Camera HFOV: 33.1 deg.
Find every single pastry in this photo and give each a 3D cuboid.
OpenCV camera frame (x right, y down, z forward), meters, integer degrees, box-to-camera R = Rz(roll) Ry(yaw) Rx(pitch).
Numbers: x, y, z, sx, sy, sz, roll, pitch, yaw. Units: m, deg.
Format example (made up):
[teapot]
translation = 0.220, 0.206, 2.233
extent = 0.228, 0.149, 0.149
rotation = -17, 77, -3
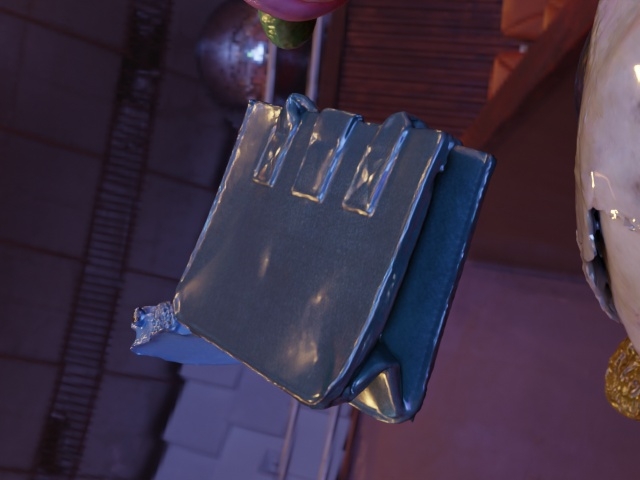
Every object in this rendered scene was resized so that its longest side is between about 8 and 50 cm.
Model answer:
[pastry]
translation = 0.331, 0.135, 1.076
extent = 0.057, 0.109, 0.097
rotation = 20, -74, -23

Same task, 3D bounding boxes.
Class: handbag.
[handbag]
translation = 0.000, 0.001, 0.910
extent = 0.089, 0.326, 0.238
rotation = 20, -89, -31

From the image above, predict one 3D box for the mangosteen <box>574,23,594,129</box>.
[mangosteen]
translation = 0.347, -0.132, 0.794
extent = 0.297, 0.297, 0.313
rotation = -5, -56, -63

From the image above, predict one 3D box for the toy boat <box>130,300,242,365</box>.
[toy boat]
translation = -0.161, 0.112, 1.477
extent = 0.109, 0.238, 0.098
rotation = 61, -146, -44

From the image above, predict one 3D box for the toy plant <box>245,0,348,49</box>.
[toy plant]
translation = -0.054, -0.414, 1.411
extent = 0.211, 0.356, 0.317
rotation = -39, -75, -7

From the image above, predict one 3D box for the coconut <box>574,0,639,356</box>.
[coconut]
translation = 0.274, -0.048, 0.450
extent = 0.352, 0.353, 0.352
rotation = -30, -56, -58
